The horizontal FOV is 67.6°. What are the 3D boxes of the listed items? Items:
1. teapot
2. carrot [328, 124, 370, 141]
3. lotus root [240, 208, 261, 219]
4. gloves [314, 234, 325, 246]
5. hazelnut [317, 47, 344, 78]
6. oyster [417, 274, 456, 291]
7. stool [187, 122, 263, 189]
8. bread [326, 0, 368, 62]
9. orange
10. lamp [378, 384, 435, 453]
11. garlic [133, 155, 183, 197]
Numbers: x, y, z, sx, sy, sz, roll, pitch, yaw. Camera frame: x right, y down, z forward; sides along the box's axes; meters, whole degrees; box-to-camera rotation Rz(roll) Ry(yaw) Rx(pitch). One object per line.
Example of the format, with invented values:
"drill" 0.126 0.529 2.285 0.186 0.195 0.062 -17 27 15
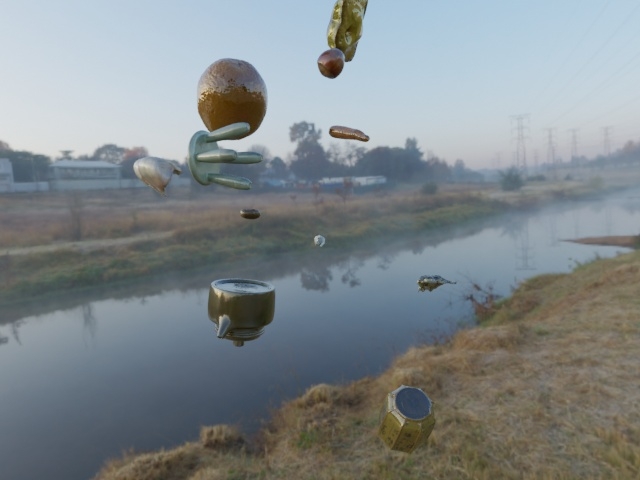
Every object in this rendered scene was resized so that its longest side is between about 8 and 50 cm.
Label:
"teapot" -0.218 0.206 1.342 0.185 0.176 0.267 10 7 16
"carrot" 0.123 -0.444 1.998 0.059 0.059 0.247 -9 22 -40
"lotus root" -0.285 -0.106 1.941 0.083 0.030 0.037 1 -33 -1
"gloves" -0.002 0.002 1.662 0.044 0.037 0.081 40 9 14
"hazelnut" 0.031 -0.491 1.320 0.085 0.086 0.086 -4 5 0
"oyster" 0.377 0.142 1.599 0.177 0.056 0.105 1 -12 -38
"stool" -0.336 -0.297 1.685 0.198 0.196 0.195 -1 -39 18
"bread" 0.084 -0.734 1.655 0.088 0.233 0.160 30 36 30
"orange" -0.398 -0.624 2.145 0.321 0.357 0.322 11 35 -8
"lamp" 0.255 0.532 1.424 0.161 0.185 0.161 3 40 -3
"garlic" -0.498 -0.202 1.434 0.174 0.099 0.124 9 -21 47
